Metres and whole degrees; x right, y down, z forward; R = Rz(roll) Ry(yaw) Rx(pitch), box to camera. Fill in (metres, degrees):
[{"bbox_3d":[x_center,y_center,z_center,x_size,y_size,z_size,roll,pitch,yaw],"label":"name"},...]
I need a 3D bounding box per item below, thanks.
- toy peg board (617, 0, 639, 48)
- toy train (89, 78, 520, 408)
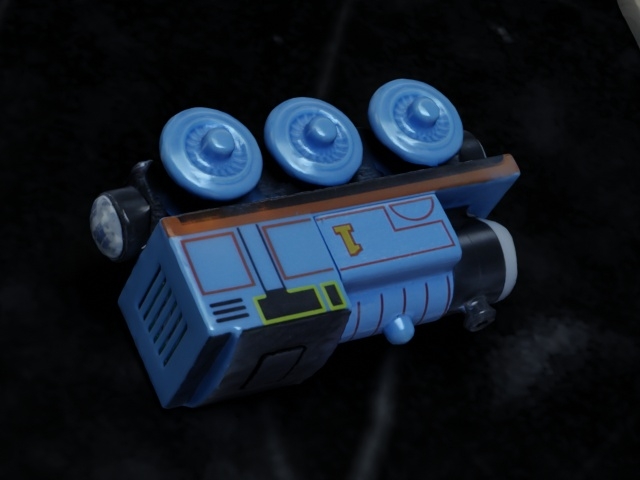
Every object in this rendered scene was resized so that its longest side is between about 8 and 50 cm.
[{"bbox_3d":[0.259,-0.092,0.894,0.161,0.079,0.161,-1,52,-22],"label":"toy peg board"},{"bbox_3d":[0.000,0.000,0.719,0.184,0.080,0.105,-11,65,-31],"label":"toy train"}]
